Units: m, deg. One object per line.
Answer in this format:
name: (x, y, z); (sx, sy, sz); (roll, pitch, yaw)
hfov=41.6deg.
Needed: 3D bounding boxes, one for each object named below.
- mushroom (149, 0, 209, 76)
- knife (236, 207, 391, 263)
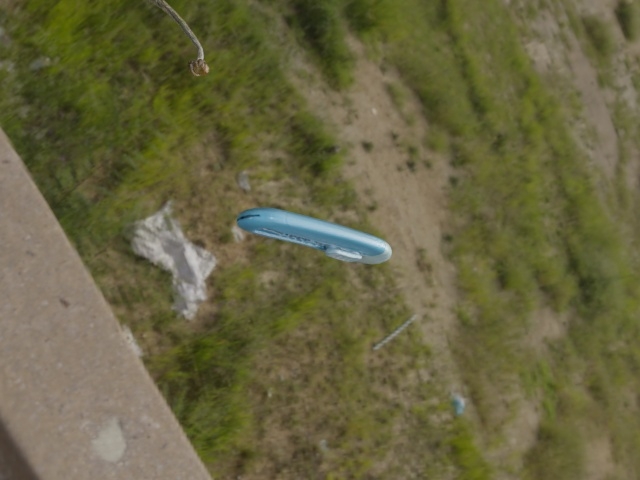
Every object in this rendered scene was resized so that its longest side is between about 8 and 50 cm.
mushroom: (-0.208, -0.303, 1.084); (0.028, 0.026, 0.286); (-24, 59, -16)
knife: (0.000, 0.000, 0.886); (0.222, 0.064, 0.031); (15, 68, -47)
